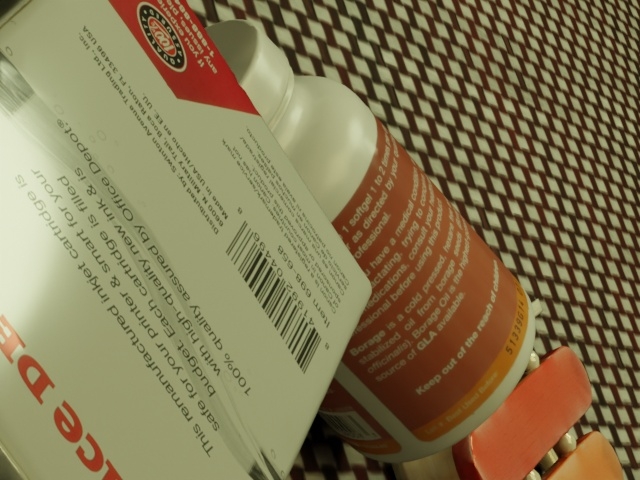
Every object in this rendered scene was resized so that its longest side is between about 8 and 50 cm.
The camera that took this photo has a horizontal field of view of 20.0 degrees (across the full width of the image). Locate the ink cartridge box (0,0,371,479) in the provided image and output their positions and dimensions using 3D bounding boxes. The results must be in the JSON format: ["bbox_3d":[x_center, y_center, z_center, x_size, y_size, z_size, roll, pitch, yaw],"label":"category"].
[{"bbox_3d":[-0.102,0.026,0.667,0.197,0.114,0.273,57,26,-15],"label":"ink cartridge box"}]

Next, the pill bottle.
[{"bbox_3d":[0.000,0.000,0.871,0.216,0.121,0.121,48,30,-30],"label":"pill bottle"}]

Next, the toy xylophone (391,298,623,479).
[{"bbox_3d":[0.147,0.183,1.020,0.322,0.081,0.236,61,26,-6],"label":"toy xylophone"}]
